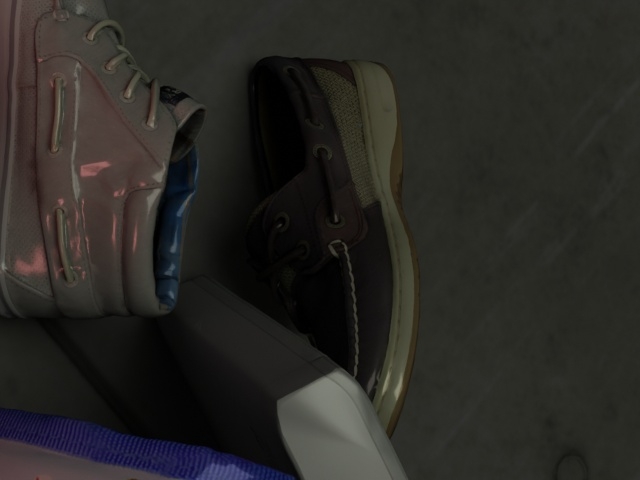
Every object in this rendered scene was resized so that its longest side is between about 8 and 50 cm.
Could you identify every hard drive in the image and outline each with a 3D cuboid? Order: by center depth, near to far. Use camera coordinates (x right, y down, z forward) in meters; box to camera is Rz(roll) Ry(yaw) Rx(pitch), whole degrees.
[{"bbox_3d":[0.004,0.146,1.044,0.047,0.353,0.233,-28,101,-9],"label":"hard drive"}]

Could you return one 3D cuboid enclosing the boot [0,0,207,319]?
[{"bbox_3d":[-0.118,-0.082,1.105,0.095,0.123,0.258,8,86,-71],"label":"boot"}]

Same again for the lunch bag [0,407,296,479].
[{"bbox_3d":[-0.160,0.249,0.900,0.239,0.385,0.328,24,71,-29],"label":"lunch bag"}]

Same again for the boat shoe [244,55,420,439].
[{"bbox_3d":[0.000,0.000,1.165,0.092,0.103,0.285,9,49,-14],"label":"boat shoe"}]
